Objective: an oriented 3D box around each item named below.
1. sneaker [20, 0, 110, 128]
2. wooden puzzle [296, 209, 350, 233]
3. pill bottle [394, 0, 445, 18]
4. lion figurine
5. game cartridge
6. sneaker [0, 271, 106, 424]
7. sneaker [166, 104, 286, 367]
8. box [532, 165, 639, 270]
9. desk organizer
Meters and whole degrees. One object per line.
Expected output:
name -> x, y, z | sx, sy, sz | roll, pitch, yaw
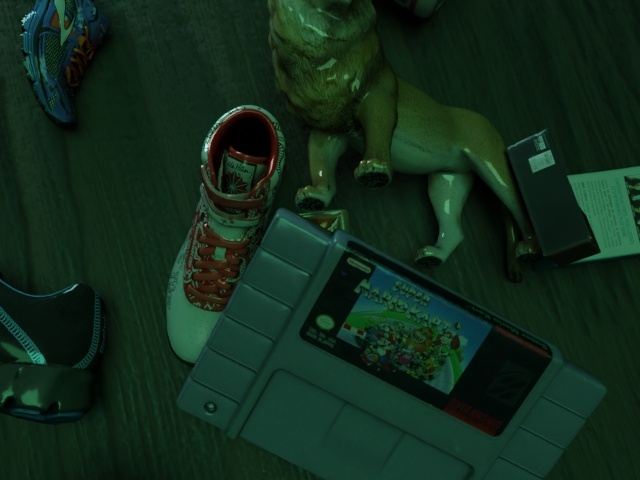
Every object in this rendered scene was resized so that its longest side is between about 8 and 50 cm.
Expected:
sneaker -> -0.283, -0.235, 0.665 | 0.087, 0.083, 0.221 | -1, 83, -13
wooden puzzle -> 0.000, 0.000, 0.676 | 0.078, 0.014, 0.116 | -10, 80, -7
pill bottle -> 0.052, -0.401, 0.680 | 0.283, 0.160, 0.160 | 35, 79, 2
lion figurine -> 0.097, -0.117, 0.628 | 0.392, 0.142, 0.240 | 29, 52, -36
game cartridge -> 0.066, 0.142, 0.575 | 0.355, 0.068, 0.230 | 28, 107, -4
sneaker -> -0.387, 0.090, 0.588 | 0.340, 0.125, 0.140 | 11, 64, -9
sneaker -> -0.102, -0.004, 0.601 | 0.090, 0.145, 0.270 | 18, 79, -1
box -> 0.365, -0.031, 0.687 | 0.244, 0.060, 0.101 | -7, 80, -6
desk organizer -> 0.237, -0.043, 0.604 | 0.047, 0.050, 0.130 | -25, 59, 29
